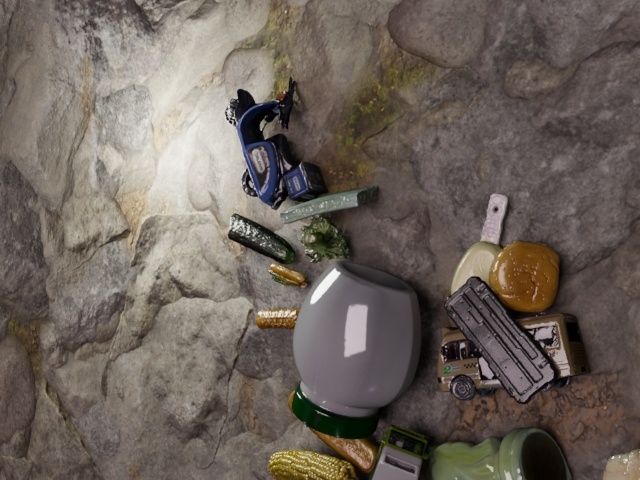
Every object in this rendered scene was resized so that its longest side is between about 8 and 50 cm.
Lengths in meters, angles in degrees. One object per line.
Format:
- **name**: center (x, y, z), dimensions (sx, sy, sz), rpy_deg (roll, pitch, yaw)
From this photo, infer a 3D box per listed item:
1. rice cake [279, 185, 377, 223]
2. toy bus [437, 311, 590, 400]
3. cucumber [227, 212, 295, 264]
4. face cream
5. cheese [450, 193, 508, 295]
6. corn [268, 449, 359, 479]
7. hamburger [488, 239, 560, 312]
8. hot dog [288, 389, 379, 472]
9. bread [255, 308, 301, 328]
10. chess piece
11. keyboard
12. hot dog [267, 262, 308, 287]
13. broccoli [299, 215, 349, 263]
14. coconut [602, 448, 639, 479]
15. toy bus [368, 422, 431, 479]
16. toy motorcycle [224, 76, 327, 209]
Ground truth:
- **rice cake**: center (0.020, -0.088, 1.753), dimensions (0.237, 0.127, 0.043), rpy_deg (-12, 96, 30)
- **toy bus**: center (0.383, 0.236, 1.470), dimensions (0.289, 0.139, 0.157), rpy_deg (-16, 75, 34)
- **cucumber**: center (-0.159, -0.001, 1.912), dimensions (0.241, 0.074, 0.075), rpy_deg (25, 104, 32)
- **face cream**: center (0.075, 0.247, 1.645), dimensions (0.312, 0.219, 0.357), rpy_deg (24, 104, 34)
- **cheese**: center (0.360, 0.027, 1.543), dimensions (0.127, 0.050, 0.256), rpy_deg (17, 100, 35)
- **corn**: center (-0.015, 0.567, 1.760), dimensions (0.310, 0.101, 0.102), rpy_deg (-1, 89, 49)
- **hamburger**: center (0.413, 0.074, 1.462), dimensions (0.138, 0.083, 0.147), rpy_deg (8, 90, 8)
- **hot dog**: center (0.033, 0.461, 1.769), dimensions (0.286, 0.061, 0.088), rpy_deg (37, 110, 29)
- **bread**: center (-0.105, 0.206, 1.885), dimensions (0.157, 0.044, 0.052), rpy_deg (-6, 88, 36)
- **chess piece**: center (0.349, 0.495, 1.500), dimensions (0.298, 0.175, 0.176), rpy_deg (-29, 72, 46)
- **keyboard**: center (0.349, 0.190, 1.413), dimensions (0.106, 0.016, 0.262), rpy_deg (-45, 58, 17)
- **hot dog**: center (-0.086, 0.096, 1.868), dimensions (0.133, 0.056, 0.041), rpy_deg (20, 71, 35)
- **broccoli**: center (-0.002, 0.000, 1.721), dimensions (0.118, 0.204, 0.123), rpy_deg (-16, 86, 10)
- **coconut**: center (0.628, 0.458, 1.200), dimensions (0.297, 0.297, 0.255), rpy_deg (-33, 59, 31)
- **toy bus**: center (0.148, 0.567, 1.604), dimensions (0.113, 0.139, 0.302), rpy_deg (19, 116, 9)
- **toy motorcycle**: center (-0.124, -0.254, 1.866), dimensions (0.212, 0.125, 0.359), rpy_deg (-26, 76, 25)
